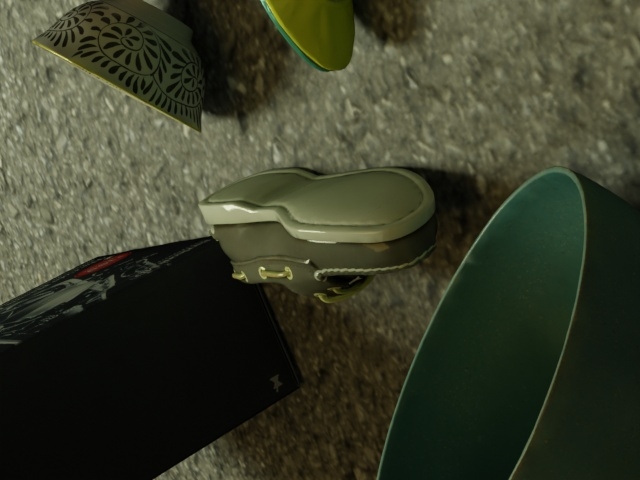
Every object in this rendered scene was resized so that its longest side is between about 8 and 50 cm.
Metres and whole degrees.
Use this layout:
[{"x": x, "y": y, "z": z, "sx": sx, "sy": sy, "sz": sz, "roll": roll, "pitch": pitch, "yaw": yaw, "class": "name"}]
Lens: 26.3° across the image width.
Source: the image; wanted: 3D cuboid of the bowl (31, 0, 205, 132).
[{"x": -0.165, "y": -0.170, "z": 1.227, "sx": 0.170, "sy": 0.170, "sz": 0.080, "roll": 28, "pitch": 92, "yaw": 39, "class": "bowl"}]

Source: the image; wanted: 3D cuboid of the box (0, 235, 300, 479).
[{"x": -0.258, "y": 0.148, "z": 1.383, "sx": 0.312, "sy": 0.343, "sz": 0.179, "roll": -8, "pitch": 108, "yaw": 55, "class": "box"}]

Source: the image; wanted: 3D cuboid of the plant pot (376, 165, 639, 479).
[{"x": 0.180, "y": 0.124, "z": 0.882, "sx": 0.195, "sy": 0.290, "sz": 0.290, "roll": 24, "pitch": 146, "yaw": -9, "class": "plant pot"}]

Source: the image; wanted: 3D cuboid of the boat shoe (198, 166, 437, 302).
[{"x": 0.004, "y": -0.002, "z": 1.137, "sx": 0.305, "sy": 0.109, "sz": 0.091, "roll": 7, "pitch": 121, "yaw": 58, "class": "boat shoe"}]

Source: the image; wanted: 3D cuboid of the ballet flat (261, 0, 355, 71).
[{"x": -0.027, "y": -0.239, "z": 1.029, "sx": 0.077, "sy": 0.077, "sz": 0.231, "roll": -31, "pitch": 87, "yaw": 41, "class": "ballet flat"}]
